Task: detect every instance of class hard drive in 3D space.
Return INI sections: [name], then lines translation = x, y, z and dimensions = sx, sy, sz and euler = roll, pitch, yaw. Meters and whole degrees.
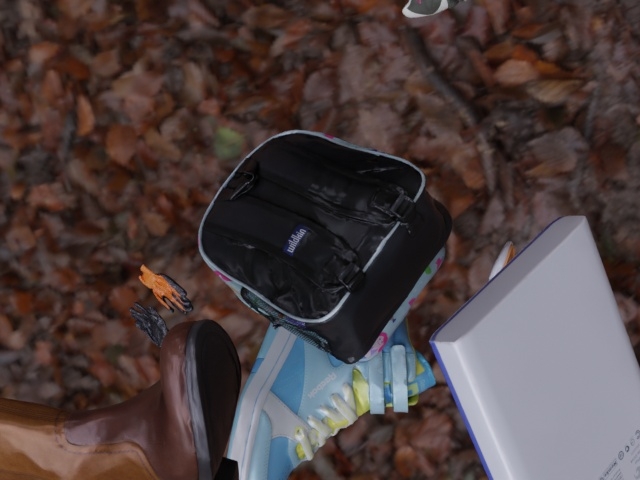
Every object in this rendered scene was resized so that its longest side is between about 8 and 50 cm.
[hard drive]
translation = 0.230, 0.167, 1.025
dimensions = 0.040, 0.210, 0.319
euler = 0, 121, 49

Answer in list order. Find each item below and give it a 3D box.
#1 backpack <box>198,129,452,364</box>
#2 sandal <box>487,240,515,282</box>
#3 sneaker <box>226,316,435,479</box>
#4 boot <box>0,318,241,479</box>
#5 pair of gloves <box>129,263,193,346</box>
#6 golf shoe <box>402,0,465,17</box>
[backpack]
translation = 0.000, 0.000, 1.231
dimensions = 0.253, 0.225, 0.191
euler = 26, 163, 34
[sandal]
translation = 0.274, 0.126, 1.570
dimensions = 0.076, 0.102, 0.265
euler = 11, 116, 19
[sneaker]
translation = 0.020, 0.198, 1.307
dimensions = 0.208, 0.319, 0.127
euler = 13, 152, 12
[boot]
translation = -0.209, 0.143, 0.924
dimensions = 0.280, 0.096, 0.264
euler = 11, 141, 7
[pair of gloves]
translation = -0.163, 0.071, 1.129
dimensions = 0.074, 0.010, 0.083
euler = 36, 125, 23
[golf shoe]
translation = 0.115, -0.448, 1.587
dimensions = 0.120, 0.105, 0.273
euler = -23, 106, 30
